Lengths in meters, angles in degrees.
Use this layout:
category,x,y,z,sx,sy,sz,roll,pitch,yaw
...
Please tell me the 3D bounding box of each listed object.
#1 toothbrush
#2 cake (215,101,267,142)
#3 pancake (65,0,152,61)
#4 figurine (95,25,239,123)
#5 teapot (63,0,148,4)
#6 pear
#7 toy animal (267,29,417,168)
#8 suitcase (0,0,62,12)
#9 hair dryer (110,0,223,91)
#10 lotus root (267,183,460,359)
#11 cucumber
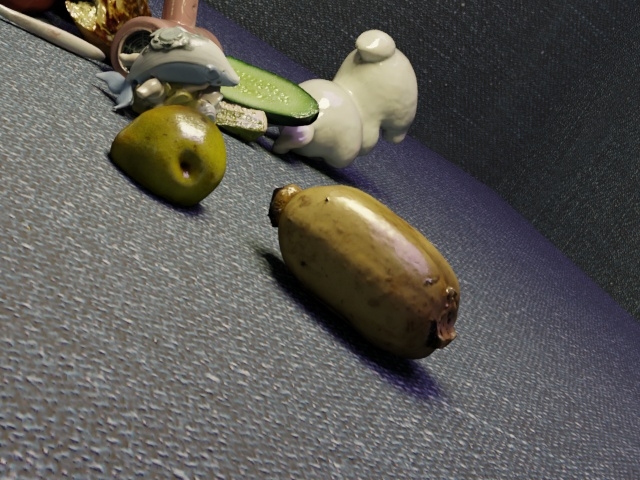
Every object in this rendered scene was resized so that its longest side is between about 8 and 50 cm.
category,x,y,z,sx,sy,sz,roll,pitch,yaw
toothbrush,-0.439,-0.323,1.427,0.307,0.025,0.029,20,28,-48
cake,-0.166,-0.214,1.706,0.140,0.055,0.051,10,62,-32
pancake,-0.345,-0.369,1.625,0.212,0.056,0.257,-78,153,-48
figurine,-0.218,-0.228,1.426,0.208,0.184,0.128,-13,44,-21
teapot,-0.459,-0.566,1.791,0.337,0.200,0.270,39,50,23
pear,-0.176,-0.113,1.181,0.141,0.104,0.141,32,9,-6
toy animal,0.017,-0.273,1.931,0.367,0.241,0.196,-29,50,-25
suitcase,-0.524,-0.492,1.509,0.297,0.161,0.236,34,13,-6
hair dryer,-0.238,-0.412,1.580,0.125,0.352,0.210,9,9,13
lotus root,0.050,0.024,1.168,0.284,0.146,0.160,37,-5,19
cucumber,-0.114,-0.260,1.795,0.244,0.063,0.115,25,53,21
